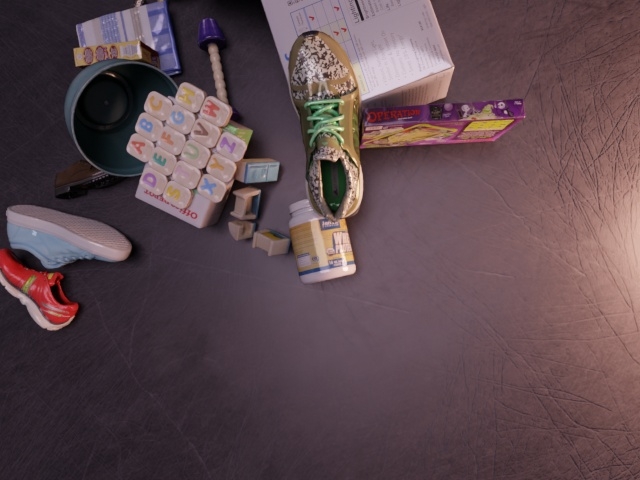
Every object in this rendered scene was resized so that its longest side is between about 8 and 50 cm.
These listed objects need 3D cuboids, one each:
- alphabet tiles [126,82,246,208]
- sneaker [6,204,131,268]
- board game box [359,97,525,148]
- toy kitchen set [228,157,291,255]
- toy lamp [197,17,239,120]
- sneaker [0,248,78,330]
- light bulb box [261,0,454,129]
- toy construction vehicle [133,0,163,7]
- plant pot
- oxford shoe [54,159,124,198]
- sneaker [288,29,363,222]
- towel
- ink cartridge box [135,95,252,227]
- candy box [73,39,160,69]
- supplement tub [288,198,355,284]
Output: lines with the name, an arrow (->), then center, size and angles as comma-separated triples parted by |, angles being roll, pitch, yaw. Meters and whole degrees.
alphabet tiles -> -0.330, -0.226, 1.175 | 0.277, 0.021, 0.284 | 31, 105, 5
sneaker -> -0.694, 0.016, 1.341 | 0.365, 0.135, 0.150 | 18, 109, 11
board game box -> 0.266, -0.268, 1.133 | 0.346, 0.208, 0.056 | -3, 83, 1
toy kitchen set -> -0.129, -0.089, 1.245 | 0.166, 0.122, 0.207 | 24, 113, 31
toy lamp -> -0.280, -0.465, 1.314 | 0.080, 0.080, 0.275 | -14, 85, 8
sneaker -> -0.788, 0.119, 1.357 | 0.118, 0.107, 0.279 | -42, 92, 0
light bulb box -> 0.087, -0.476, 1.183 | 0.360, 0.225, 0.358 | -19, 85, 8
toy construction vehicle -> -0.488, -0.653, 1.383 | 0.085, 0.035, 0.098 | 16, 92, -2
plant pot -> -0.532, -0.340, 1.265 | 0.196, 0.293, 0.293 | 34, 93, 35
oxford shoe -> -0.647, -0.190, 1.355 | 0.227, 0.083, 0.096 | -13, 81, 7
sneaker -> 0.022, -0.219, 1.004 | 0.157, 0.182, 0.411 | -10, 109, 3
towel -> -0.542, -0.540, 1.367 | 0.284, 0.034, 0.210 | -12, 94, 8
ink cartridge box -> -0.328, -0.199, 1.252 | 0.201, 0.117, 0.278 | 26, 104, 5
candy box -> -0.544, -0.488, 1.300 | 0.186, 0.109, 0.053 | -5, 94, 7
supplement tub -> 0.000, 0.000, 1.211 | 0.144, 0.144, 0.200 | -13, 85, 8
